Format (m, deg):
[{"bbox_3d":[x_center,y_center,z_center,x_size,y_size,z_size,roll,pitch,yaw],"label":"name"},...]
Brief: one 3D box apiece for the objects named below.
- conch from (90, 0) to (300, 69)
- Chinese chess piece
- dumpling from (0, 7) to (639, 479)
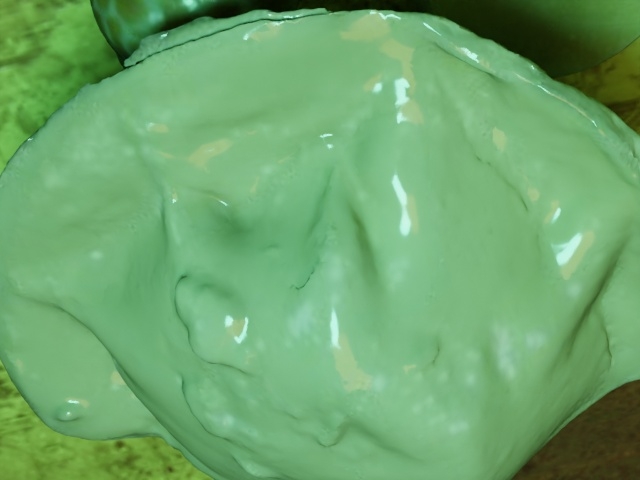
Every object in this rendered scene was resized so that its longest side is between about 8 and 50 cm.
[{"bbox_3d":[-0.061,-0.145,0.771,0.116,0.106,0.173,-7,114,8],"label":"conch"},{"bbox_3d":[0.114,-0.152,0.813,0.144,0.058,0.144,-4,130,-5],"label":"Chinese chess piece"},{"bbox_3d":[0.000,0.000,0.810,0.395,0.233,0.315,-9,133,20],"label":"dumpling"}]
